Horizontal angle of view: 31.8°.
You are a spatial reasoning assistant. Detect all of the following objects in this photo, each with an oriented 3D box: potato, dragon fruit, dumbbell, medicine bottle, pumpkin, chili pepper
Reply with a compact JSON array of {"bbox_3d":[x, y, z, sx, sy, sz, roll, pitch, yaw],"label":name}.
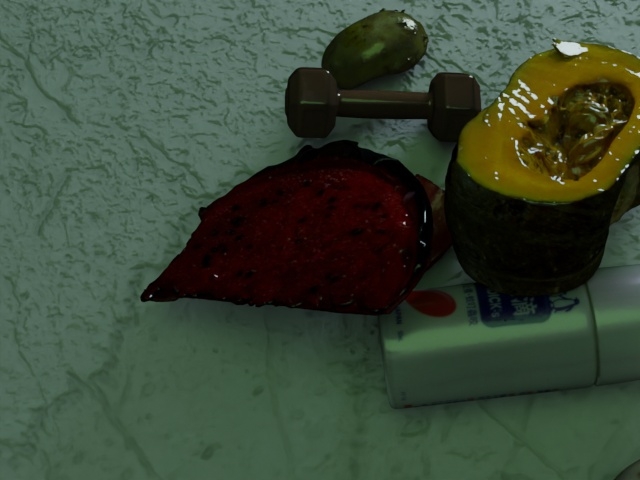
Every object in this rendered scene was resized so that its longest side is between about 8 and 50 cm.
[{"bbox_3d":[0.066,-0.238,1.391,0.138,0.070,0.091,-21,47,-4],"label":"potato"},{"bbox_3d":[0.000,0.000,1.273,0.344,0.100,0.282,2,48,35],"label":"dragon fruit"},{"bbox_3d":[0.073,-0.162,1.338,0.231,0.092,0.082,2,39,-5],"label":"dumbbell"},{"bbox_3d":[0.237,0.102,1.221,0.341,0.130,0.130,-6,70,5],"label":"medicine bottle"},{"bbox_3d":[0.247,-0.089,1.237,0.222,0.139,0.317,24,56,28],"label":"pumpkin"},{"bbox_3d":[0.095,0.010,1.309,0.088,0.065,0.169,39,83,18],"label":"chili pepper"}]

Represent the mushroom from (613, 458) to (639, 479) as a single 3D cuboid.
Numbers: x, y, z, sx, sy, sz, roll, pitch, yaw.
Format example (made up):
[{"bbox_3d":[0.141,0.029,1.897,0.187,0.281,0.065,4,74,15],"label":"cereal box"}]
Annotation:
[{"bbox_3d":[0.377,0.320,1.109,0.215,0.207,0.207,32,75,-15],"label":"mushroom"}]
